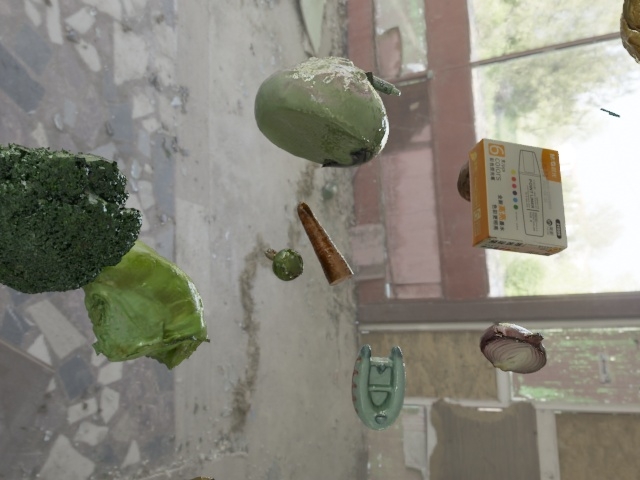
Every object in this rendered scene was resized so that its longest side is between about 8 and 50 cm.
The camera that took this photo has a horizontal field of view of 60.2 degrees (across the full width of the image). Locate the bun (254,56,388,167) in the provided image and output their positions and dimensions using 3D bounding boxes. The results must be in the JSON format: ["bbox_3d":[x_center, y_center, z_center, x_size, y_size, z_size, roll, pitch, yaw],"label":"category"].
[{"bbox_3d":[0.011,-0.284,1.152,0.293,0.292,0.187,46,59,-55],"label":"bun"}]

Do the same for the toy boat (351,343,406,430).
[{"bbox_3d":[0.144,0.358,1.341,0.079,0.134,0.208,-177,-88,-82],"label":"toy boat"}]

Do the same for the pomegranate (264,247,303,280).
[{"bbox_3d":[-0.076,0.049,1.169,0.073,0.084,0.073,-19,117,-41],"label":"pomegranate"}]

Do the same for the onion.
[{"bbox_3d":[0.533,0.279,1.521,0.205,0.151,0.098,31,27,-21],"label":"onion"}]

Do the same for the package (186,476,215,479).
[{"bbox_3d":[-0.285,0.550,1.176,0.047,0.131,0.071,31,42,-52],"label":"package"}]

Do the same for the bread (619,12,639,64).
[{"bbox_3d":[0.791,-0.500,1.246,0.134,0.244,0.245,-12,97,-32],"label":"bread"}]

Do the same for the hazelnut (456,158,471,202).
[{"bbox_3d":[0.451,-0.169,1.524,0.150,0.150,0.151,-5,90,-66],"label":"hazelnut"}]

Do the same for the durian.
[{"bbox_3d":[-0.380,0.138,1.198,0.255,0.204,0.340,-29,105,-69],"label":"durian"}]

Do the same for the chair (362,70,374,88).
[{"bbox_3d":[0.002,-0.374,1.500,0.270,0.147,0.137,-24,117,-33],"label":"chair"}]

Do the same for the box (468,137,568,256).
[{"bbox_3d":[0.482,-0.107,1.366,0.091,0.220,0.274,126,-33,-67],"label":"box"}]

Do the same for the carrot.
[{"bbox_3d":[0.000,0.000,1.246,0.210,0.061,0.061,62,19,15],"label":"carrot"}]

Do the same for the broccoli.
[{"bbox_3d":[-0.470,-0.045,0.947,0.307,0.275,0.308,-19,129,-25],"label":"broccoli"}]

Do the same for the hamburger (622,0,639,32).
[{"bbox_3d":[0.574,-0.403,0.904,0.147,0.137,0.083,100,11,-57],"label":"hamburger"}]

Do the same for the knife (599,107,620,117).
[{"bbox_3d":[0.826,-0.362,1.573,0.090,0.014,0.005,10,60,-26],"label":"knife"}]

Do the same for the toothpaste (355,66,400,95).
[{"bbox_3d":[0.134,-0.448,1.546,0.048,0.197,0.029,-57,164,-15],"label":"toothpaste"}]
